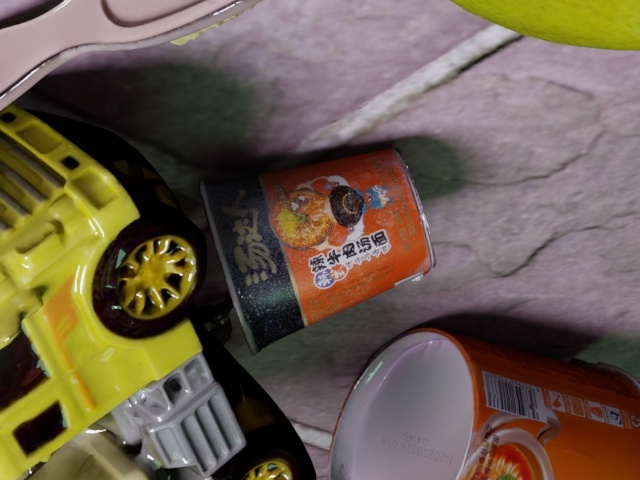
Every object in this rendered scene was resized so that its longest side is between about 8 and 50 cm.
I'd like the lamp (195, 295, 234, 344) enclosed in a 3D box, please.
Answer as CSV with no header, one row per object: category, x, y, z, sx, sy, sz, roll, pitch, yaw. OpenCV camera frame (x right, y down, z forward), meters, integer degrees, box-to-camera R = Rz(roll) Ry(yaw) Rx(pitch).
lamp,-0.125,0.145,1.169,0.253,0.118,0.118,-38,140,29

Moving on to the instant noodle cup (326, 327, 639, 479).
instant noodle cup,0.139,0.192,1.212,0.192,0.250,0.250,24,138,-30

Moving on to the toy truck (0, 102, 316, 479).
toy truck,-0.154,0.127,0.895,0.254,0.181,0.405,-38,133,-22

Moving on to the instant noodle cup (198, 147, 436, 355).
instant noodle cup,0.000,-0.001,0.956,0.136,0.127,0.127,-17,150,-2

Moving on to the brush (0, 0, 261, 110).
brush,-0.105,-0.118,0.776,0.313,0.072,0.067,-23,161,25

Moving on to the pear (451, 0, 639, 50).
pear,0.128,-0.180,0.588,0.269,0.212,0.212,4,148,-17
